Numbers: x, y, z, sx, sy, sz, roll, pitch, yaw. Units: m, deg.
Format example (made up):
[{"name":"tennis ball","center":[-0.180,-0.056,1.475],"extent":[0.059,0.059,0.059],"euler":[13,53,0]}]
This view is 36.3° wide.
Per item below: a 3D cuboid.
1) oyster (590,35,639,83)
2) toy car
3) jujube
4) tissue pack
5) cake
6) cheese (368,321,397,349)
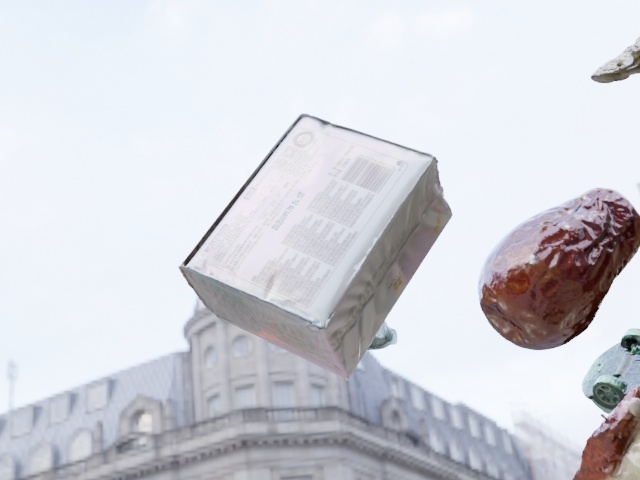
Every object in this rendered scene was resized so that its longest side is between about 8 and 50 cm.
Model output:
[{"name":"oyster","center":[0.333,-0.202,1.066],"extent":[0.083,0.038,0.080],"euler":[-10,-8,21]},{"name":"toy car","center":[0.538,0.205,1.447],"extent":[0.125,0.136,0.306],"euler":[53,-37,-12]},{"name":"jujube","center":[0.338,0.036,1.362],"extent":[0.255,0.190,0.190],"euler":[-36,-26,-11]},{"name":"tissue pack","center":[0.000,0.000,1.020],"extent":[0.185,0.225,0.124],"euler":[21,-26,30]},{"name":"cake","center":[0.198,0.187,0.641],"extent":[0.116,0.086,0.220],"euler":[10,-63,-44]},{"name":"cheese","center":[0.036,0.104,1.183],"extent":[0.120,0.067,0.026],"euler":[16,-54,-10]}]
